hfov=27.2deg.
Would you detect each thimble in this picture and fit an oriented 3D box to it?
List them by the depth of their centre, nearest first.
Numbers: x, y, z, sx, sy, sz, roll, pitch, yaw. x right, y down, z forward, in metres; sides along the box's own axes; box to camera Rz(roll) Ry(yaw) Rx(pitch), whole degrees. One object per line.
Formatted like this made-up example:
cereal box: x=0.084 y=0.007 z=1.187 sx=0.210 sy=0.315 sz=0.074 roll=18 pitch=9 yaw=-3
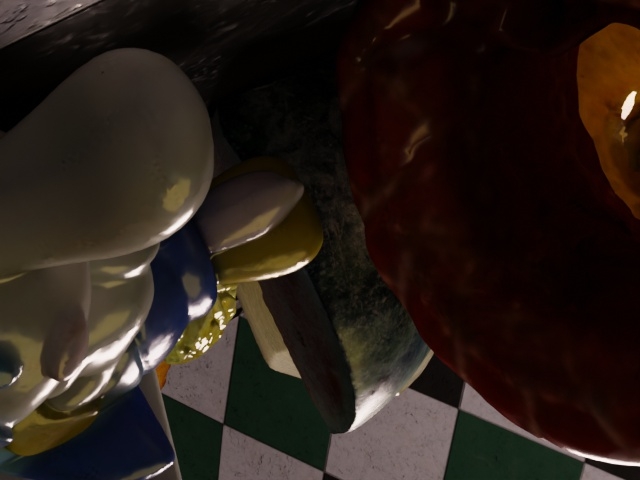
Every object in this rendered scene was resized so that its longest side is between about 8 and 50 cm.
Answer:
thimble: x=0.193 y=-0.058 z=0.757 sx=0.350 sy=0.350 sz=0.230 roll=-32 pitch=175 yaw=43

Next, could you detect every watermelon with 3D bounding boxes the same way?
watermelon: x=0.008 y=-0.004 z=1.015 sx=0.148 sy=0.318 sz=0.226 roll=-32 pitch=-142 yaw=-21

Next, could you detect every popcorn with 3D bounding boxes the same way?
popcorn: x=-0.140 y=0.048 z=1.250 sx=0.141 sy=0.136 sz=0.162 roll=-15 pitch=170 yaw=-42

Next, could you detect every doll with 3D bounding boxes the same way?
doll: x=-0.162 y=0.049 z=0.684 sx=0.376 sy=0.187 sz=0.365 roll=-11 pitch=175 yaw=19

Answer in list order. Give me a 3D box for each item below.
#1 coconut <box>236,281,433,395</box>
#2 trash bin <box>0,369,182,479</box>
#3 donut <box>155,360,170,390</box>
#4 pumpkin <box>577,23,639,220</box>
coconut: x=0.030 y=0.041 z=1.395 sx=0.237 sy=0.266 sz=0.237 roll=-28 pitch=-175 yaw=3
trash bin: x=-0.222 y=0.228 z=1.090 sx=0.255 sy=0.368 sz=0.296 roll=-13 pitch=169 yaw=-31
donut: x=-0.229 y=0.116 z=1.467 sx=0.058 sy=0.152 sz=0.152 roll=14 pitch=-152 yaw=40
pumpkin: x=0.302 y=-0.148 z=0.987 sx=0.225 sy=0.256 sz=0.303 roll=-37 pitch=-158 yaw=-24
